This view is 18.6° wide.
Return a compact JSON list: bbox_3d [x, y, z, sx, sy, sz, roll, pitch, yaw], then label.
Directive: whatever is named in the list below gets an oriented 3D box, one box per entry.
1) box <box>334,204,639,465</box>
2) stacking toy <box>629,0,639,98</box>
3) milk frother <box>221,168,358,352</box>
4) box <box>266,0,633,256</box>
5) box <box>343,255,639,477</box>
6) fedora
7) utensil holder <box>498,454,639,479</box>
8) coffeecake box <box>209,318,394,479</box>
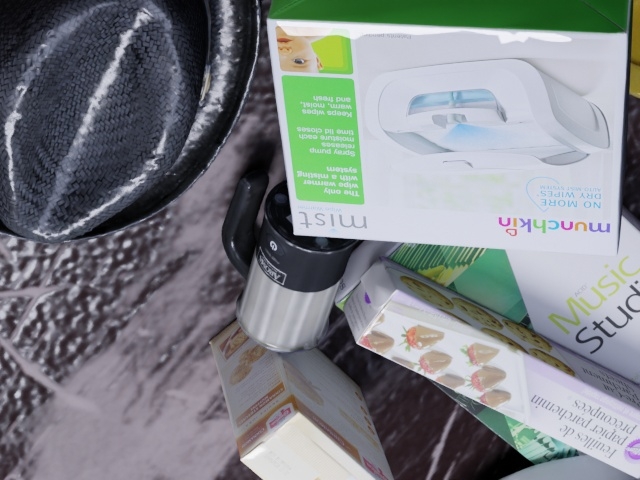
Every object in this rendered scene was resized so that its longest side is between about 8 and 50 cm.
[{"bbox_3d":[0.195,0.055,1.755,0.232,0.058,0.322,-44,118,13],"label":"box"},{"bbox_3d":[0.324,-0.283,1.596,0.309,0.130,0.279,-23,95,-2],"label":"stacking toy"},{"bbox_3d":[0.000,0.000,1.652,0.143,0.129,0.134,-10,143,-24],"label":"milk frother"},{"bbox_3d":[0.105,-0.116,1.492,0.262,0.126,0.231,4,136,9],"label":"box"},{"bbox_3d":[0.169,0.113,1.713,0.324,0.067,0.063,27,111,-24],"label":"box"},{"bbox_3d":[-0.190,-0.118,1.518,0.334,0.152,0.334,-5,119,-9],"label":"fedora"},{"bbox_3d":[0.273,0.433,1.764,0.328,0.385,0.327,-7,132,-8],"label":"utensil holder"},{"bbox_3d":[-0.014,0.157,1.691,0.068,0.185,0.142,-40,119,11],"label":"coffeecake box"}]
